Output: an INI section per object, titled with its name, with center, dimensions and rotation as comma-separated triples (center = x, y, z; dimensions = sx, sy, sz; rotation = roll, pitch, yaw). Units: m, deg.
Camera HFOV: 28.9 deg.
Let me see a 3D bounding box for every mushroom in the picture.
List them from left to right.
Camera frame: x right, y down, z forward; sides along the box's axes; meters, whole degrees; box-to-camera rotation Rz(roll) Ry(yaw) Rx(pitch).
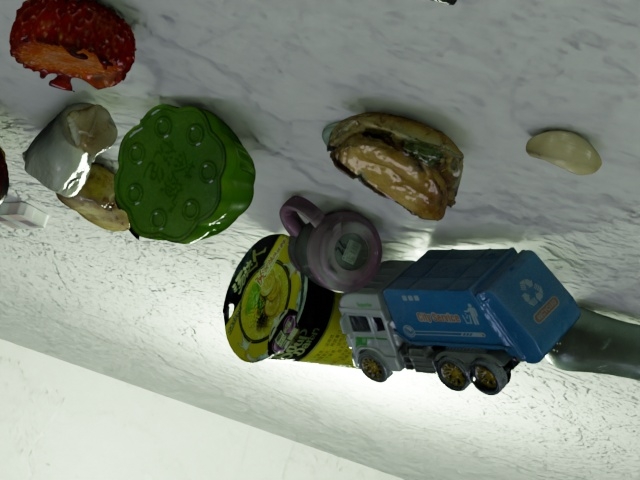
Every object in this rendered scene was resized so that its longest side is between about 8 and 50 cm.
[mushroom]
center = -0.340, -0.131, 1.699
dimensions = 0.099, 0.096, 0.278
rotation = 22, 157, -19

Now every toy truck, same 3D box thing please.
[toy truck]
center = 0.193, 0.113, 1.803
dimensions = 0.367, 0.146, 0.175
rotation = -3, 116, 44

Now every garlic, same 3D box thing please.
[garlic]
center = 0.265, -0.098, 1.367
dimensions = 0.083, 0.041, 0.053
rotation = 17, 177, 24

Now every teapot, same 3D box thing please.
[teapot]
center = -0.001, 0.010, 1.801
dimensions = 0.148, 0.116, 0.146
rotation = 20, 172, -25

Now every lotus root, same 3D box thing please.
[lotus root]
center = -0.150, -0.078, 1.618
dimensions = 0.186, 0.186, 0.186
rotation = 15, 162, 5

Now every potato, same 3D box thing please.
[potato]
center = -0.337, -0.067, 1.902
dimensions = 0.107, 0.080, 0.170
rotation = 13, 161, 33

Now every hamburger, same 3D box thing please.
[hamburger]
center = 0.106, -0.102, 1.433
dimensions = 0.176, 0.087, 0.102
rotation = 32, 141, -14

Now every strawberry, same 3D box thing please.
[strawberry]
center = -0.272, -0.223, 1.376
dimensions = 0.145, 0.086, 0.145
rotation = 16, 163, 5

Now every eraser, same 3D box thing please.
[eraser]
center = -0.543, -0.044, 2.235
dimensions = 0.105, 0.026, 0.065
rotation = -1, 159, 41

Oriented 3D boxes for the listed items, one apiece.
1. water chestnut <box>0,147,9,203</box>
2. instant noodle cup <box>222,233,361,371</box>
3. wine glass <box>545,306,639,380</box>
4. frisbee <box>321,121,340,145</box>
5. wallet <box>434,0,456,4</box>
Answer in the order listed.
[water chestnut]
center = -0.589, -0.050, 1.785
dimensions = 0.347, 0.335, 0.335
rotation = 52, 161, 5
[instant noodle cup]
center = -0.006, 0.118, 2.009
dimensions = 0.236, 0.216, 0.215
rotation = 18, 164, -35
[wine glass]
center = 0.396, 0.153, 1.894
dimensions = 0.231, 0.103, 0.103
rotation = 13, 162, 4
[frisbee]
center = 0.054, -0.116, 1.530
dimensions = 0.110, 0.014, 0.110
rotation = 14, 162, 5
[wallet]
center = -0.012, -0.280, 1.079
dimensions = 0.285, 0.030, 0.146
rotation = 15, 165, 6
